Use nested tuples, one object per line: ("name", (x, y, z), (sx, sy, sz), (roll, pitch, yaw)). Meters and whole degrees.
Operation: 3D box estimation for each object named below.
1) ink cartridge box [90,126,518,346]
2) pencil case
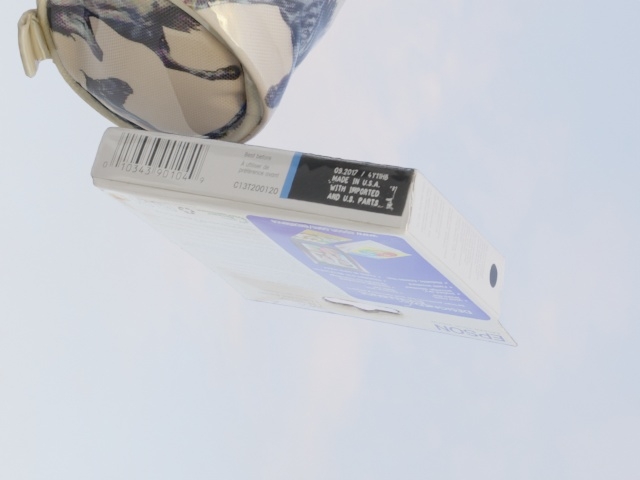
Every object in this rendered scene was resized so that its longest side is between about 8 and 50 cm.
("ink cartridge box", (0.000, 0.000, 0.969), (0.206, 0.208, 0.045), (9, -107, 27))
("pencil case", (-0.027, -0.247, 1.044), (0.184, 0.410, 0.160), (15, -30, 29))
